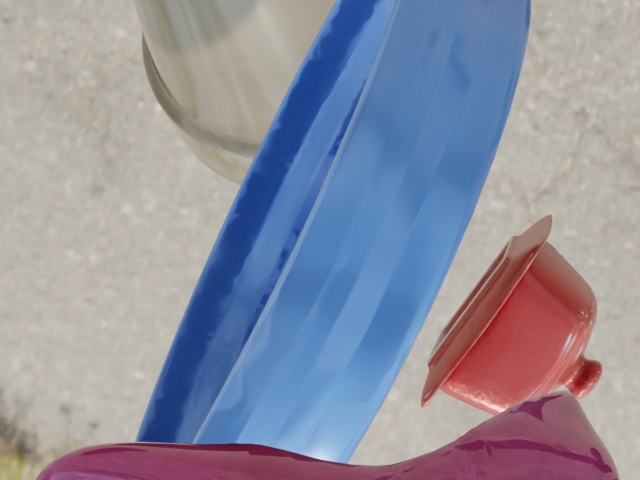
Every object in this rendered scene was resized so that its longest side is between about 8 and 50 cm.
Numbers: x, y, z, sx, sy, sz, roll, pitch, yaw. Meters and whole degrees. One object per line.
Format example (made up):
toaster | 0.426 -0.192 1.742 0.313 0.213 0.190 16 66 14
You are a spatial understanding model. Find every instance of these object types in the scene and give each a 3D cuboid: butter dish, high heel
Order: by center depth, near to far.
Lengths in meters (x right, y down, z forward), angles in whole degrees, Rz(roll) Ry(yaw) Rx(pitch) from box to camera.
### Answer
high heel | 0.013 0.078 0.574 0.244 0.117 0.082 17 141 -28
butter dish | 0.163 0.077 1.279 0.118 0.160 0.160 36 104 3

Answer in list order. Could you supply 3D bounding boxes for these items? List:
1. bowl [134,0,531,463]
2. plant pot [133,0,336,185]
bowl | 0.000 0.000 0.924 0.077 0.391 0.391 25 137 -8
plant pot | -0.027 -0.239 1.297 0.323 0.323 0.280 -3 152 20
